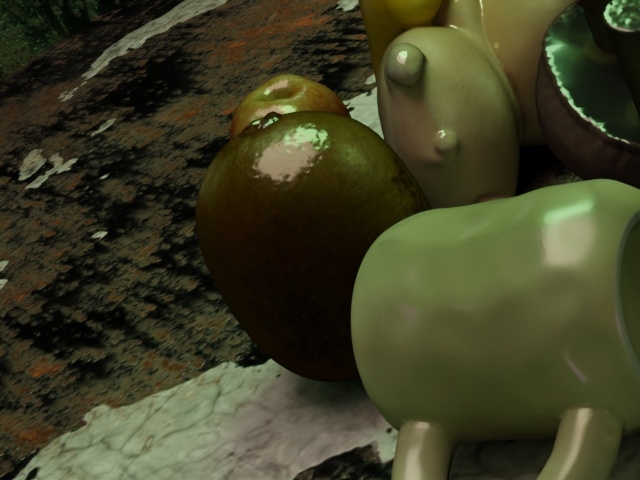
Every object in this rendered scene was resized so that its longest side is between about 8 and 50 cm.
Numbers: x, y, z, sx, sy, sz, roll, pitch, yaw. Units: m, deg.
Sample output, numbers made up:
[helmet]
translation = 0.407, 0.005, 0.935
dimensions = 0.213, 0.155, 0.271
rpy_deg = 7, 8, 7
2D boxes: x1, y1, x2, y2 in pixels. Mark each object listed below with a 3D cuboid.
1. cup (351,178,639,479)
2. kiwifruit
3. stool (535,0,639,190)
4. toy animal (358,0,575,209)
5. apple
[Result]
[cup]
translation = 0.127, 0.076, 0.931
dimensions = 0.202, 0.173, 0.255
rpy_deg = -10, 29, 41
[kiwifruit]
translation = 0.000, 0.000, 1.157
dimensions = 0.196, 0.234, 0.196
rpy_deg = -21, 22, 9
[stool]
translation = 0.307, -0.174, 1.125
dimensions = 0.272, 0.178, 0.272
rpy_deg = -6, 45, 6
[toy animal]
translation = 0.169, -0.185, 1.331
dimensions = 0.246, 0.278, 0.345
rpy_deg = -12, 22, 5
[apple]
translation = -0.033, -0.114, 1.556
dimensions = 0.146, 0.131, 0.146
rpy_deg = -19, 24, 9
